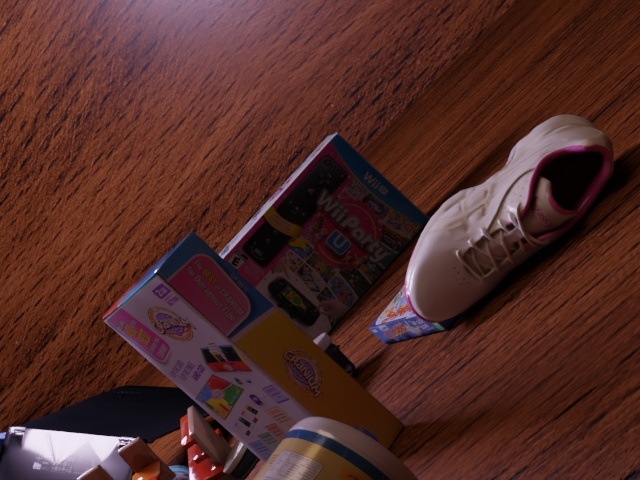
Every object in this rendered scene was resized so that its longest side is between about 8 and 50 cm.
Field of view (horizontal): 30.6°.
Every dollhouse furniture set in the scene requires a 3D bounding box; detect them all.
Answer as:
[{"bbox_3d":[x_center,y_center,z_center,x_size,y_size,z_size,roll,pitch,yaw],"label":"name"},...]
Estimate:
[{"bbox_3d":[-0.234,0.351,1.578,0.259,0.135,0.262,-34,24,7],"label":"dollhouse furniture set"}]

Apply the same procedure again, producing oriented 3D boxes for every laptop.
[{"bbox_3d":[-0.369,0.423,2.070,0.382,0.236,0.408,-4,65,41],"label":"laptop"}]

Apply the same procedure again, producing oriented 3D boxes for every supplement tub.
[{"bbox_3d":[-0.015,0.265,0.984,0.200,0.144,0.144,-51,8,-26],"label":"supplement tub"}]

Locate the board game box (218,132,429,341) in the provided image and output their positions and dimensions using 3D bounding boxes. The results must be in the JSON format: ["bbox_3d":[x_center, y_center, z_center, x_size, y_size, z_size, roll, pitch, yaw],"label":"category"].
[{"bbox_3d":[0.000,0.000,2.011,0.303,0.224,0.097,-48,6,-6],"label":"board game box"}]

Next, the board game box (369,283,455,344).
[{"bbox_3d":[0.150,0.067,1.526,0.136,0.035,0.201,-50,8,-21],"label":"board game box"}]

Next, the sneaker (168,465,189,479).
[{"bbox_3d":[-0.280,0.442,1.733,0.262,0.104,0.125,-48,9,-8],"label":"sneaker"}]

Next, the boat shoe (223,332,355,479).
[{"bbox_3d":[-0.038,0.231,1.562,0.095,0.079,0.254,-43,5,46],"label":"boat shoe"}]

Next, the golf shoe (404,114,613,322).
[{"bbox_3d":[0.214,-0.021,1.345,0.306,0.115,0.140,-48,10,5],"label":"golf shoe"}]

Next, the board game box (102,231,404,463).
[{"bbox_3d":[-0.086,0.148,1.342,0.064,0.316,0.242,-51,9,-28],"label":"board game box"}]

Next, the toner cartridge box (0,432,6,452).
[{"bbox_3d":[-0.603,0.537,2.179,0.165,0.075,0.348,14,-103,-69],"label":"toner cartridge box"}]
